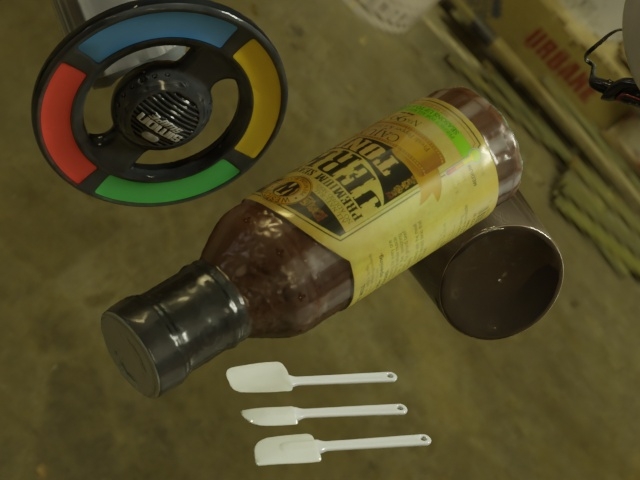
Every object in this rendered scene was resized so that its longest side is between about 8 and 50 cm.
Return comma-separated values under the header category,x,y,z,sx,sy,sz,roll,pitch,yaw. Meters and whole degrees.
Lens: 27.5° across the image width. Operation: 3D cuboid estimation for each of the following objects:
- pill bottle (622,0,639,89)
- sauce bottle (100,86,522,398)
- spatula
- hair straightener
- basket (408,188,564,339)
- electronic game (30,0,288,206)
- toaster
category,x,y,z,sx,sy,sz,roll,pitch,yaw
pill bottle,0.322,-0.204,0.849,0.181,0.181,0.323,43,48,-10
sauce bottle,0.000,0.000,0.959,0.344,0.111,0.111,-33,83,-30
spatula,0.011,0.215,1.673,0.242,0.019,0.168,-1,37,-22
hair straightener,0.357,-0.158,1.272,0.230,0.089,0.047,25,22,37
basket,0.148,-0.009,1.337,0.204,0.154,0.227,38,13,-29
electronic game,-0.141,-0.118,1.160,0.229,0.229,0.048,21,34,-36
toaster,-0.226,-0.260,1.392,0.227,0.129,0.146,-117,-174,-63
